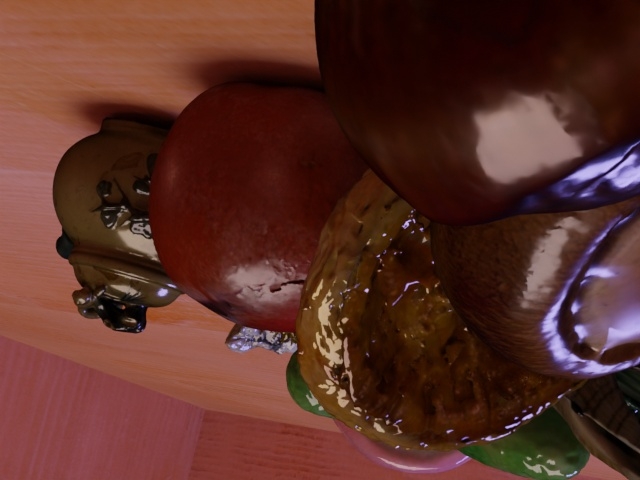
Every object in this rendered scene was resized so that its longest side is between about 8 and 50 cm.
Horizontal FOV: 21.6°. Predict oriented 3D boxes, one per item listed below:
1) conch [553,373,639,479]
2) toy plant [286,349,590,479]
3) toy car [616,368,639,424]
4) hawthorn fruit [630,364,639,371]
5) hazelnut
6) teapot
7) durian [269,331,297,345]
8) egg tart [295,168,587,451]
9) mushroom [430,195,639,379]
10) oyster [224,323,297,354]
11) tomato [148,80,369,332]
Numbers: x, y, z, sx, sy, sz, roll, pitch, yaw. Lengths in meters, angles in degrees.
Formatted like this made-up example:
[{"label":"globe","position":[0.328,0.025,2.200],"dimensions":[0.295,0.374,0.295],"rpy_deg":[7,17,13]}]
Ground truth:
[{"label":"conch","position":[0.189,0.051,1.381],"dimensions":[0.386,0.169,0.203],"rpy_deg":[30,160,52]},{"label":"toy plant","position":[0.133,0.159,1.839],"dimensions":[0.317,0.210,0.356],"rpy_deg":[18,175,4]},{"label":"toy car","position":[0.264,0.086,1.620],"dimensions":[0.136,0.125,0.306],"rpy_deg":[32,-174,-16]},{"label":"hawthorn fruit","position":[0.387,0.131,1.421],"dimensions":[0.300,0.254,0.254],"rpy_deg":[17,169,10]},{"label":"hazelnut","position":[0.100,-0.122,0.676],"dimensions":[0.229,0.229,0.229],"rpy_deg":[13,169,3]},{"label":"teapot","position":[-0.154,-0.006,1.499],"dimensions":[0.173,0.182,0.269],"rpy_deg":[21,172,-41]},{"label":"durian","position":[-0.039,0.073,1.995],"dimensions":[0.146,0.102,0.208],"rpy_deg":[14,174,-30]},{"label":"egg tart","position":[0.102,0.012,1.184],"dimensions":[0.290,0.290,0.115],"rpy_deg":[22,-163,-36]},{"label":"mushroom","position":[0.168,-0.034,0.892],"dimensions":[0.253,0.253,0.153],"rpy_deg":[28,-161,-51]},{"label":"oyster","position":[0.013,0.124,2.277],"dimensions":[0.199,0.087,0.252],"rpy_deg":[9,180,24]},{"label":"tomato","position":[-0.032,-0.021,1.299],"dimensions":[0.208,0.184,0.208],"rpy_deg":[13,167,3]}]
